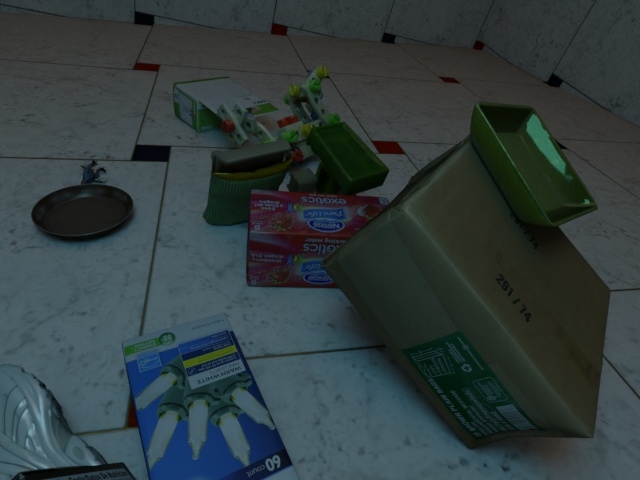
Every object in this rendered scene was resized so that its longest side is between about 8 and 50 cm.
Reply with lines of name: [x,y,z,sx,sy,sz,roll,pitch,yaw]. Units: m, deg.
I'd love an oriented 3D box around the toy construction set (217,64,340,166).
toy construction set: [-0.083,-0.302,1.021,0.328,0.215,0.151,-29,19,-29]

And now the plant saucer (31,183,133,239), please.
plant saucer: [-0.444,-0.052,0.765,0.168,0.029,0.168,6,38,-4]

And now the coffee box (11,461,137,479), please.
coffee box: [-0.130,0.312,0.246,0.297,0.119,0.168,32,75,23]

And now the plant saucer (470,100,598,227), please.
plant saucer: [0.294,-0.105,0.575,0.188,0.045,0.188,-13,73,-40]

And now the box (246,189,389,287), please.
box: [0.000,0.000,0.720,0.257,0.128,0.122,3,41,-10]

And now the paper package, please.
paper package: [0.215,0.053,0.568,0.325,0.168,0.309,51,47,-1]

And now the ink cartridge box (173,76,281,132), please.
ink cartridge box: [-0.267,-0.365,1.148,0.189,0.097,0.255,-27,55,-38]

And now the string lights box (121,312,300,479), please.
string lights box: [-0.130,0.216,0.461,0.133,0.076,0.259,-13,44,-28]

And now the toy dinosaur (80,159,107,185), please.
toy dinosaur: [-0.493,-0.134,0.866,0.090,0.047,0.082,-12,40,26]

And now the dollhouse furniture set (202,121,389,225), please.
dollhouse furniture set: [-0.054,-0.087,0.787,0.302,0.197,0.151,-20,63,-30]

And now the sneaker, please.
sneaker: [-0.311,0.221,0.409,0.232,0.090,0.115,31,46,25]
